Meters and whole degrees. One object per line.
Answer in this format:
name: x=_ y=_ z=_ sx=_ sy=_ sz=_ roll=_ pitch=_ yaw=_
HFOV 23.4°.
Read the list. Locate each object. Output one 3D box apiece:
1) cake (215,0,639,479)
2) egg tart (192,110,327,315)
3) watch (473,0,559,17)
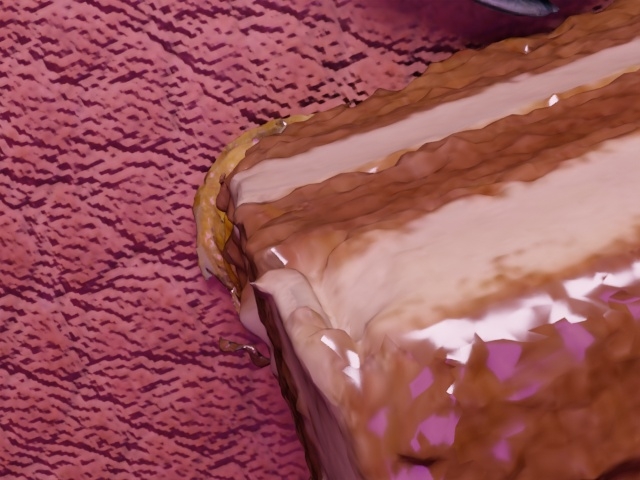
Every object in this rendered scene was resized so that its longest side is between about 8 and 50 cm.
cake: x=0.120 y=0.059 z=0.607 sx=0.282 sy=0.290 sz=0.256 roll=-21 pitch=112 yaw=-6
egg tart: x=0.000 y=0.000 z=0.742 sx=0.128 sy=0.049 sz=0.129 roll=1 pitch=112 yaw=3
watch: x=0.058 y=-0.204 z=0.649 sx=0.206 sy=0.068 sz=0.193 roll=18 pitch=111 yaw=-4
